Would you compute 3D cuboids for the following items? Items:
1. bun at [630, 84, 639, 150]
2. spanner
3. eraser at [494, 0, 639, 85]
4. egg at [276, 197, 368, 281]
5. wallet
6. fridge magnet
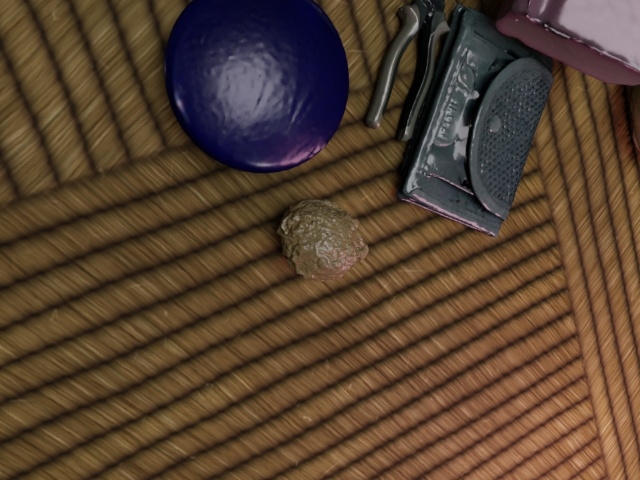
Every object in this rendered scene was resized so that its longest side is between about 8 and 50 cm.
[{"bbox_3d":[0.703,-0.263,1.121,0.238,0.141,0.239,-2,97,-16],"label":"bun"},{"bbox_3d":[0.156,-0.327,0.935,0.095,0.040,0.325,19,90,-25],"label":"spanner"},{"bbox_3d":[0.471,-0.455,0.896,0.272,0.122,0.360,22,97,-6],"label":"eraser"},{"bbox_3d":[0.000,0.000,0.867,0.140,0.116,0.118,40,109,-22],"label":"egg"},{"bbox_3d":[0.280,-0.198,0.988,0.237,0.075,0.342,20,88,-27],"label":"wallet"},{"bbox_3d":[-0.084,-0.227,0.804,0.265,0.112,0.266,-3,98,-24],"label":"fridge magnet"}]
